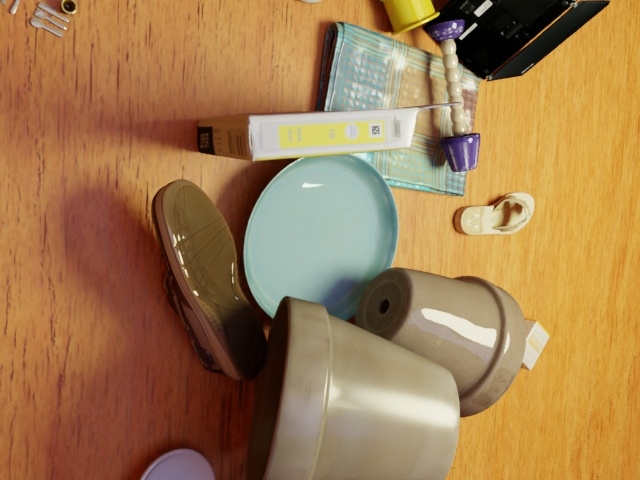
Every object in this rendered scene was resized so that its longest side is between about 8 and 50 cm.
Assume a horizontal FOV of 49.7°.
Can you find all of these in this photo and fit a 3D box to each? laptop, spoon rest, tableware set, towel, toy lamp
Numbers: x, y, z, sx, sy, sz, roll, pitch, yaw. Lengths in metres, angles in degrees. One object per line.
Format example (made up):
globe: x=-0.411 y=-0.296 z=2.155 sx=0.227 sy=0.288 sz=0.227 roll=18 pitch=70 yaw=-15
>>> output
laptop: x=0.380 y=-0.434 z=1.331 sx=0.264 sy=0.234 sz=0.137 roll=34 pitch=45 yaw=-16
spoon rest: x=-0.278 y=0.436 z=1.059 sx=0.276 sy=0.084 sz=0.137 roll=-37 pitch=113 yaw=-24
tableware set: x=-0.401 y=-0.357 z=0.942 sx=0.154 sy=0.024 sz=0.104 roll=26 pitch=80 yaw=-31
towel: x=0.153 y=-0.235 z=1.301 sx=0.370 sy=0.040 sz=0.272 roll=7 pitch=91 yaw=-33
toy lamp: x=0.253 y=-0.267 z=1.301 sx=0.080 sy=0.080 sz=0.275 roll=-14 pitch=100 yaw=-31

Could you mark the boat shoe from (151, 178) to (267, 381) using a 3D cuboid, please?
boat shoe: x=-0.193 y=0.070 z=1.056 sx=0.123 sy=0.123 sz=0.342 roll=-52 pitch=131 yaw=-46

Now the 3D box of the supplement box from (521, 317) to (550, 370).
supplement box: x=0.464 y=0.232 z=1.544 sx=0.062 sy=0.036 sz=0.098 roll=45 pitch=71 yaw=-28

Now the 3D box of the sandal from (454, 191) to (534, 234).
sandal: x=0.395 y=-0.049 z=1.448 sx=0.240 sy=0.079 sz=0.088 roll=-10 pitch=100 yaw=-32

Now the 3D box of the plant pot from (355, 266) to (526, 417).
plant pot: x=0.192 y=0.160 z=1.230 sx=0.229 sy=0.263 sz=0.263 roll=27 pitch=80 yaw=-31

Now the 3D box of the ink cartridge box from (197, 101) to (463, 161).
ink cartridge box: x=-0.001 y=-0.161 z=1.023 sx=0.307 sy=0.303 sz=0.072 roll=-4 pitch=99 yaw=-21

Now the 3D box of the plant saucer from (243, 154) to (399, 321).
plant saucer: x=0.000 y=0.000 z=1.201 sx=0.317 sy=0.043 sz=0.318 roll=-10 pitch=108 yaw=-32

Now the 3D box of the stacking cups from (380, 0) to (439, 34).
stacking cups: x=0.110 y=-0.528 z=1.215 sx=0.096 sy=0.096 sz=0.316 roll=-35 pitch=110 yaw=-25

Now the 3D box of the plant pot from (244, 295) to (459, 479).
plant pot: x=0.049 y=0.265 z=1.060 sx=0.280 sy=0.323 sz=0.323 roll=10 pitch=89 yaw=-8

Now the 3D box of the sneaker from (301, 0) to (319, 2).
sneaker: x=-0.056 y=-0.488 z=1.068 sx=0.281 sy=0.162 sz=0.107 roll=27 pitch=80 yaw=-32
